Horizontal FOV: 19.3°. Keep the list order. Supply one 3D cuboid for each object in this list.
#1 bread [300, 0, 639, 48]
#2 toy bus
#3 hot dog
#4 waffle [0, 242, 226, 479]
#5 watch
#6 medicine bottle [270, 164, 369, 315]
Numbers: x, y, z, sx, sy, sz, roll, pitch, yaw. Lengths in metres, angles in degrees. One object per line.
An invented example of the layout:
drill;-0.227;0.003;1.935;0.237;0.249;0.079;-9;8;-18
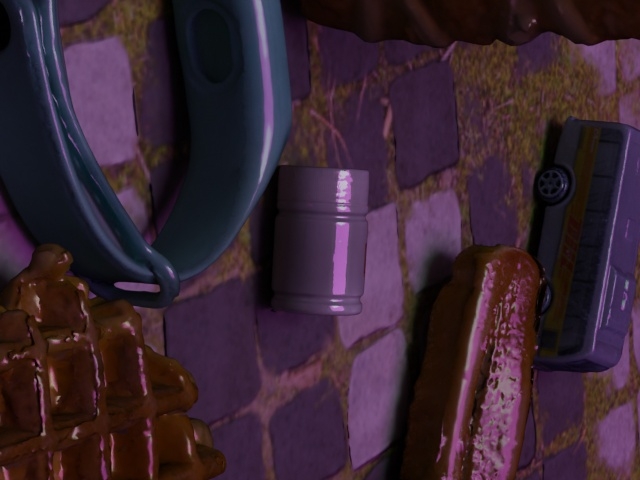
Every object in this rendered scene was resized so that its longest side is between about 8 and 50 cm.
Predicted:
bread;0.158;-0.315;1.050;0.279;0.371;0.390;-43;127;-46
toy bus;0.200;0.005;1.410;0.064;0.075;0.191;21;76;-55
hot dog;0.091;0.143;1.280;0.083;0.068;0.289;18;83;-31
waffle;-0.127;0.164;0.933;0.281;0.058;0.301;34;57;-56
watch;-0.093;-0.086;0.981;0.195;0.068;0.237;-24;113;-51
medicine bottle;0.000;0.000;1.135;0.057;0.057;0.089;-1;95;-55
